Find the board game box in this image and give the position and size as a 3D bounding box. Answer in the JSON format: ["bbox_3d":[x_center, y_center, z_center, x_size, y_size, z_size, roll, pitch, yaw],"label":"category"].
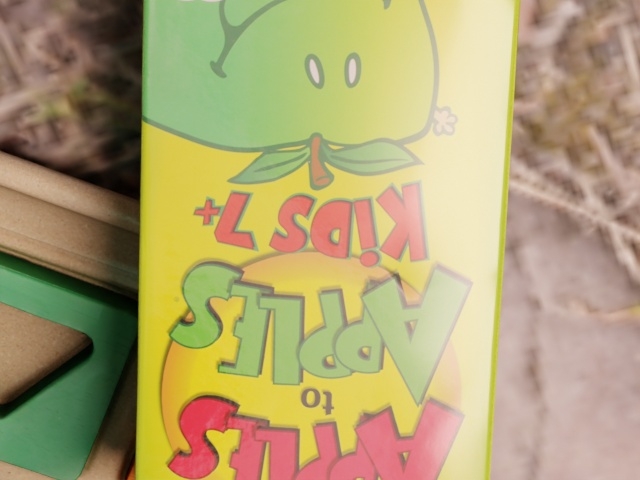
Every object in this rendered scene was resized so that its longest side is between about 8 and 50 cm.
[{"bbox_3d":[0.000,0.000,0.462,0.092,0.043,0.181,2,103,-3],"label":"board game box"}]

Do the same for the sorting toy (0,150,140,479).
[{"bbox_3d":[-0.066,0.079,0.533,0.348,0.047,0.196,20,117,-8],"label":"sorting toy"}]
